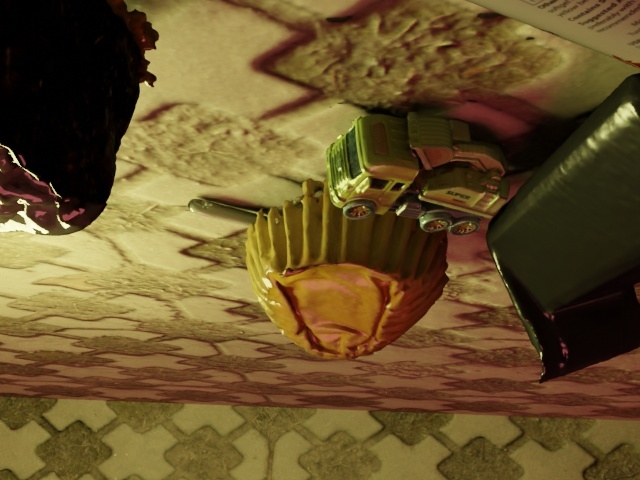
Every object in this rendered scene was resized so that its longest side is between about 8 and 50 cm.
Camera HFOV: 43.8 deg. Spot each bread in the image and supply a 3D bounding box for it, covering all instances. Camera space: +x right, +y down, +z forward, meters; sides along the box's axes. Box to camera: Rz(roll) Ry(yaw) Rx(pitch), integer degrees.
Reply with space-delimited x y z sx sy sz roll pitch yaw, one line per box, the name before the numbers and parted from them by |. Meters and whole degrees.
bread | 0.031 0.047 0.996 0.274 0.149 0.274 5 143 4

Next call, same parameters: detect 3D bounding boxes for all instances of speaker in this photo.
speaker | 0.307 -0.006 0.755 0.180 0.184 0.388 -17 163 -14

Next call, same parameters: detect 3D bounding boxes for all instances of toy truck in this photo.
toy truck | 0.111 -0.073 0.809 0.191 0.085 0.116 9 149 -23

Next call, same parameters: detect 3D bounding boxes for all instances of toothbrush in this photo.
toothbrush | -0.002 0.004 1.092 0.386 0.040 0.040 14 157 -26

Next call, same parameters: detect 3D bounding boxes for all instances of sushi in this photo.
sushi | -0.271 -0.145 0.526 0.234 0.207 0.348 8 157 21

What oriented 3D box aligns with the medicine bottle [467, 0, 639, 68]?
medicine bottle | 0.123 -0.188 0.398 0.289 0.157 0.157 13 157 -23
